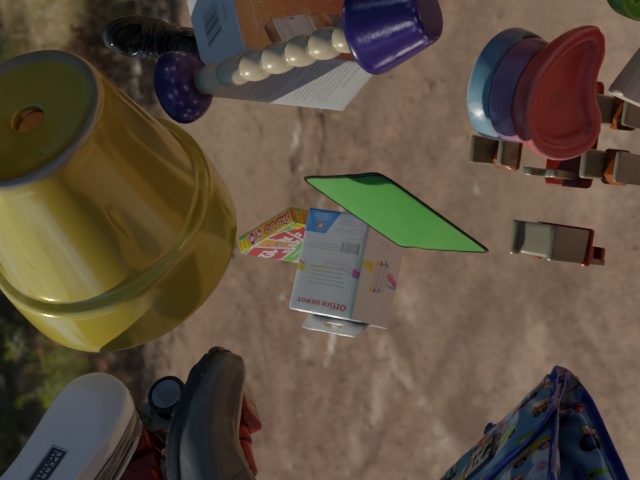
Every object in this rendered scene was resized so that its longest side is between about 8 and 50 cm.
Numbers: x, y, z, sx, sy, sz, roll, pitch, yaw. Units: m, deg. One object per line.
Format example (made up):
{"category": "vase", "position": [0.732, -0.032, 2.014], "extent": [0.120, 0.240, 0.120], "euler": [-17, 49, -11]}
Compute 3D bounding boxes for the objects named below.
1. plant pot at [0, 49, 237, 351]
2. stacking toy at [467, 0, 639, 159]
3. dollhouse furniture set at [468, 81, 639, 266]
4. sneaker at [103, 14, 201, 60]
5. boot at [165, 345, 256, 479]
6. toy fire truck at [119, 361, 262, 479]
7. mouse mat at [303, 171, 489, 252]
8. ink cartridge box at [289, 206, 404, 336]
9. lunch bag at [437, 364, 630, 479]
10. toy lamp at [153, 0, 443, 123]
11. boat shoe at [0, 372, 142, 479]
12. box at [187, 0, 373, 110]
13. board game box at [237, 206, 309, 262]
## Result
{"category": "plant pot", "position": [-0.240, -0.053, 1.331], "extent": [0.254, 0.254, 0.239], "euler": [63, -179, 38]}
{"category": "stacking toy", "position": [0.278, -0.262, 1.535], "extent": [0.130, 0.279, 0.309], "euler": [24, 118, 42]}
{"category": "dollhouse furniture set", "position": [0.352, -0.098, 1.902], "extent": [0.262, 0.135, 0.259], "euler": [11, 95, 47]}
{"category": "sneaker", "position": [-0.161, -0.229, 1.570], "extent": [0.089, 0.170, 0.051], "euler": [30, 112, 59]}
{"category": "boot", "position": [-0.055, 0.226, 1.162], "extent": [0.083, 0.161, 0.246], "euler": [22, -100, -67]}
{"category": "toy fire truck", "position": [-0.171, 0.326, 1.853], "extent": [0.158, 0.217, 0.246], "euler": [60, -171, -54]}
{"category": "mouse mat", "position": [0.077, -0.029, 1.415], "extent": [0.007, 0.153, 0.190], "euler": [-61, 24, -11]}
{"category": "ink cartridge box", "position": [0.032, 0.043, 1.608], "extent": [0.092, 0.090, 0.143], "euler": [9, 85, 35]}
{"category": "lunch bag", "position": [0.196, 0.266, 1.342], "extent": [0.221, 0.138, 0.293], "euler": [-51, 12, 20]}
{"category": "toy lamp", "position": [-0.020, -0.167, 1.194], "extent": [0.275, 0.080, 0.080], "euler": [-10, 91, 33]}
{"category": "boat shoe", "position": [-0.279, 0.273, 1.328], "extent": [0.108, 0.301, 0.102], "euler": [19, 150, 26]}
{"category": "box", "position": [-0.039, -0.223, 1.438], "extent": [0.091, 0.170, 0.130], "euler": [-47, 50, 47]}
{"category": "board game box", "position": [0.000, 0.000, 2.183], "extent": [0.124, 0.259, 0.039], "euler": [-30, 67, 35]}
